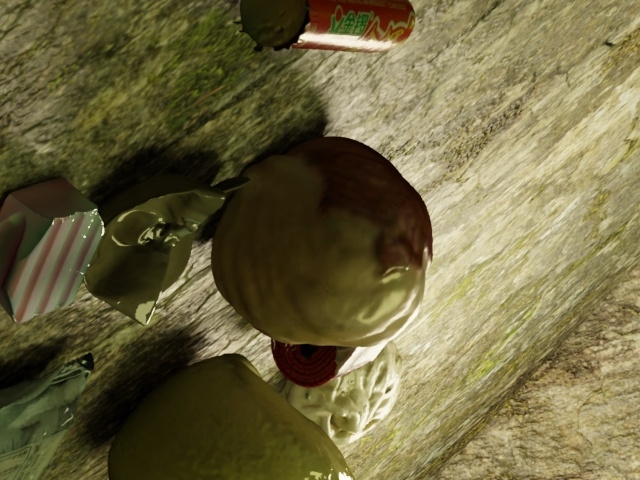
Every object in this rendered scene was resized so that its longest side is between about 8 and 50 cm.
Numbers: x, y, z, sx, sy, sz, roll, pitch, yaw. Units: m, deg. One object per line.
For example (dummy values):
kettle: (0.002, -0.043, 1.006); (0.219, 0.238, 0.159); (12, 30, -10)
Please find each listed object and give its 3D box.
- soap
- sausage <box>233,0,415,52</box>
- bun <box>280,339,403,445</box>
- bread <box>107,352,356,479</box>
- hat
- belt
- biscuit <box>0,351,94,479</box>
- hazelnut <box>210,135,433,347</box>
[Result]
soap: (-0.257, 0.007, 1.327); (0.100, 0.056, 0.149); (-25, 153, -46)
sausage: (0.022, -0.220, 1.396); (0.083, 0.083, 0.264); (-54, 159, 24)
bun: (0.041, 0.237, 2.236); (0.231, 0.133, 0.231); (-36, 158, -17)
bread: (-0.110, 0.294, 1.813); (0.237, 0.320, 0.320); (-48, 160, -1)
hat: (-0.163, -0.026, 1.459); (0.166, 0.144, 0.173); (-54, -159, 20)
belt: (0.030, 0.104, 1.956); (0.124, 0.128, 0.201); (-19, 152, -50)
biscuit: (-0.362, 0.252, 1.575); (0.186, 0.079, 0.309); (-23, 151, -48)
hazelnut: (0.000, 0.000, 1.622); (0.261, 0.261, 0.241); (-45, 128, 1)
